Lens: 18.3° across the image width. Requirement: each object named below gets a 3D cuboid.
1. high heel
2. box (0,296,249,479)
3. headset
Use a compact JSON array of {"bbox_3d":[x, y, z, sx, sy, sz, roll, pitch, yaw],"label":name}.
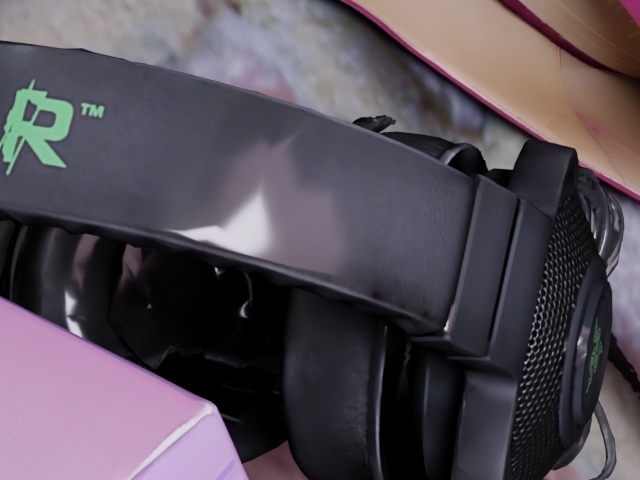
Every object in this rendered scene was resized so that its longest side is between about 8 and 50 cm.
[{"bbox_3d":[0.061,-0.094,0.801,0.377,0.127,0.181,0,72,-38],"label":"high heel"},{"bbox_3d":[-0.102,0.128,0.554,0.117,0.213,0.243,-43,133,-26],"label":"box"},{"bbox_3d":[0.000,0.000,0.696,0.394,0.243,0.185,31,69,-50],"label":"headset"}]
